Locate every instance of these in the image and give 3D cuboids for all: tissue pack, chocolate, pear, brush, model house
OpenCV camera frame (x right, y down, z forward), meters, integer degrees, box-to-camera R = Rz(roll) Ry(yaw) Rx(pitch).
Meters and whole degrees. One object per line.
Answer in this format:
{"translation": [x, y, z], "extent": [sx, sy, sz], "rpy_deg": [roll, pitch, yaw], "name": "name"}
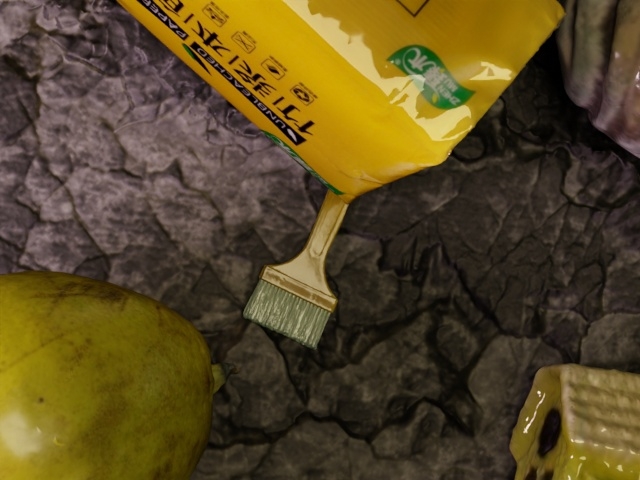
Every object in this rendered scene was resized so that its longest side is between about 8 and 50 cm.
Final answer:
{"translation": [-0.013, -0.238, 1.612], "extent": [0.382, 0.293, 0.228], "rpy_deg": [41, 72, -9], "name": "tissue pack"}
{"translation": [0.341, -0.191, 1.730], "extent": [0.213, 0.303, 0.303], "rpy_deg": [-14, 91, 5], "name": "chocolate"}
{"translation": [-0.236, 0.163, 1.552], "extent": [0.375, 0.287, 0.287], "rpy_deg": [-16, 92, -30], "name": "pear"}
{"translation": [0.000, 0.000, 1.747], "extent": [0.083, 0.011, 0.205], "rpy_deg": [26, 80, -11], "name": "brush"}
{"translation": [0.290, 0.233, 1.747], "extent": [0.193, 0.175, 0.234], "rpy_deg": [12, 74, -13], "name": "model house"}
